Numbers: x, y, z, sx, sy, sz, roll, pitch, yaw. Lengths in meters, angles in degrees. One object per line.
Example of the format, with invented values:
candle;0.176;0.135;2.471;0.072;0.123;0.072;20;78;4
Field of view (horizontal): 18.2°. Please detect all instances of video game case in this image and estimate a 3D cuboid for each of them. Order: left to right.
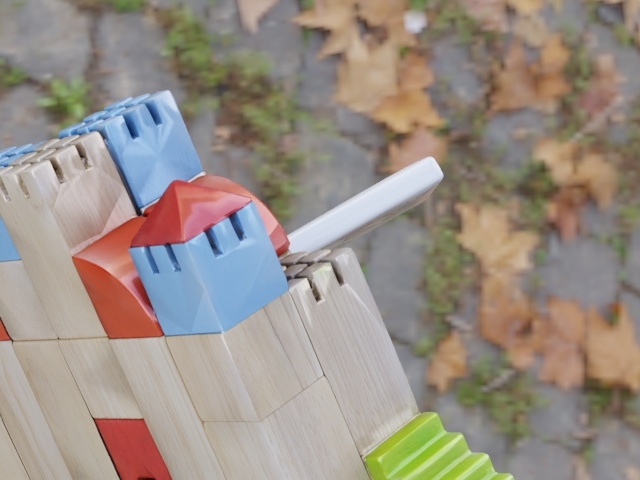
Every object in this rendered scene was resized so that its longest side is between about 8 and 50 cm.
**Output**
video game case;0.000;0.000;1.217;0.157;0.143;0.019;-30;87;-2

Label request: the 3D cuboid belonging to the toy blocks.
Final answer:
toy blocks;-0.103;0.044;1.086;0.191;0.381;0.260;-33;108;-37
